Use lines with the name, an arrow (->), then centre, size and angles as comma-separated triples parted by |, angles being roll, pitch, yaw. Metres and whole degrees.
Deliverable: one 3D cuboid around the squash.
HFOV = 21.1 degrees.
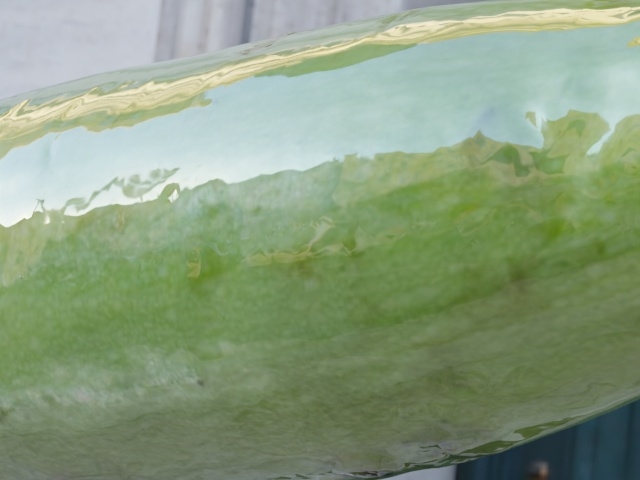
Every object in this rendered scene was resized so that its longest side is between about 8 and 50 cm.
squash -> -0.003, 0.007, 0.421 | 0.371, 0.118, 0.118 | -8, -14, 42
